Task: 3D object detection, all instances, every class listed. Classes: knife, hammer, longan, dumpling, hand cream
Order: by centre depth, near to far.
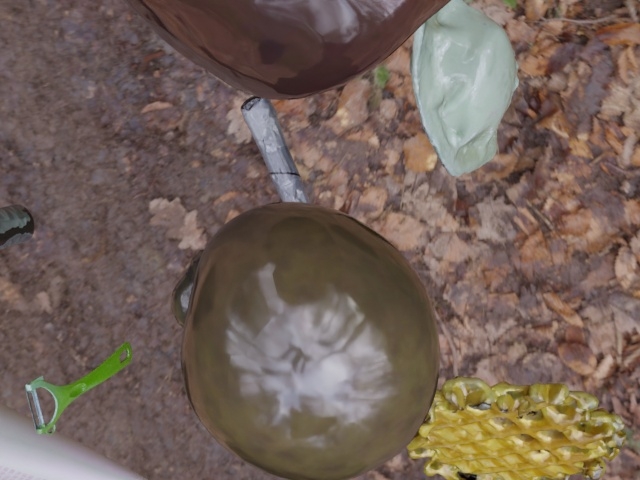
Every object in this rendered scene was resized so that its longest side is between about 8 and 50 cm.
[{"bbox_3d":[-0.020,0.062,0.533,0.204,0.159,0.184,15,120,36],"label":"longan"},{"bbox_3d":[0.157,-0.167,0.857,0.108,0.152,0.219,-22,129,21],"label":"dumpling"},{"bbox_3d":[-0.292,0.177,1.015,0.023,0.166,0.078,14,117,31],"label":"knife"},{"bbox_3d":[0.000,0.000,1.052,0.152,0.044,0.426,-22,81,6],"label":"hammer"},{"bbox_3d":[-0.403,0.313,1.152,0.186,0.118,0.359,-17,142,32],"label":"hand cream"}]

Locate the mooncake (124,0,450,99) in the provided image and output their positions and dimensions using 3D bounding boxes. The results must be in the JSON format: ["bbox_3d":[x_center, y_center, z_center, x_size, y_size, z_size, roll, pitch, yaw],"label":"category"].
[{"bbox_3d":[0.032,-0.242,0.410,0.334,0.325,0.174,-33,123,32],"label":"mooncake"}]

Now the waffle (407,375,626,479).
[{"bbox_3d":[0.232,0.251,1.007,0.262,0.060,0.280,9,141,11],"label":"waffle"}]

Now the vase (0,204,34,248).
[{"bbox_3d":[-0.493,-0.002,1.120,0.060,0.211,0.059,8,108,26],"label":"vase"}]
